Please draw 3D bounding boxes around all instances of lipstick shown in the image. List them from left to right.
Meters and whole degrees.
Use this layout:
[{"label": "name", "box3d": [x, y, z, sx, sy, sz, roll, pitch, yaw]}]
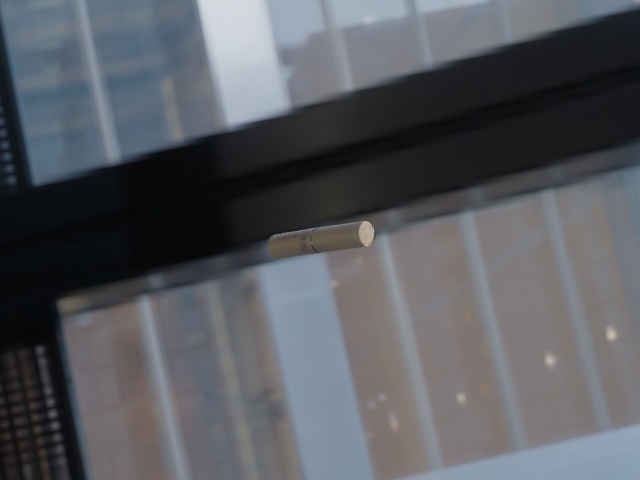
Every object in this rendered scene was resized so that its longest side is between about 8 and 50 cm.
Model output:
[{"label": "lipstick", "box3d": [0.000, 0.000, 1.336, 0.094, 0.019, 0.019, -9, -88, 46]}]
